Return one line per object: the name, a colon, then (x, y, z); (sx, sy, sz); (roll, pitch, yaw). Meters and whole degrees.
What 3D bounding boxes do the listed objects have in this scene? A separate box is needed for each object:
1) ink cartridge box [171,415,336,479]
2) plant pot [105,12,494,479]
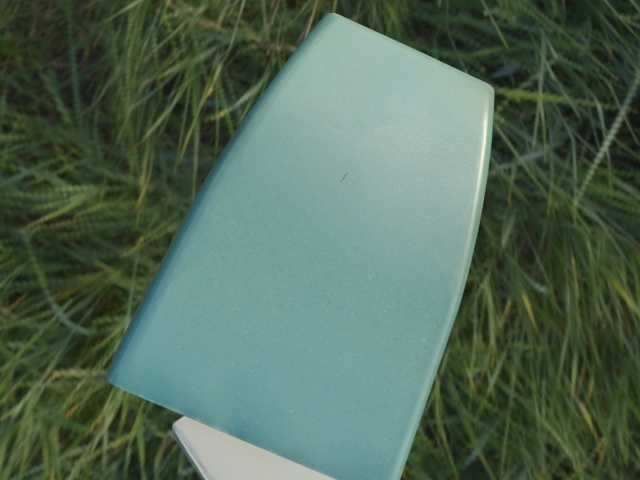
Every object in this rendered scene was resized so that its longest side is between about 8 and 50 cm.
ink cartridge box: (-0.040, 0.173, 1.112); (0.128, 0.176, 0.127); (-34, 87, -10)
plant pot: (0.000, 0.000, 0.779); (0.165, 0.166, 0.234); (24, 86, -7)
